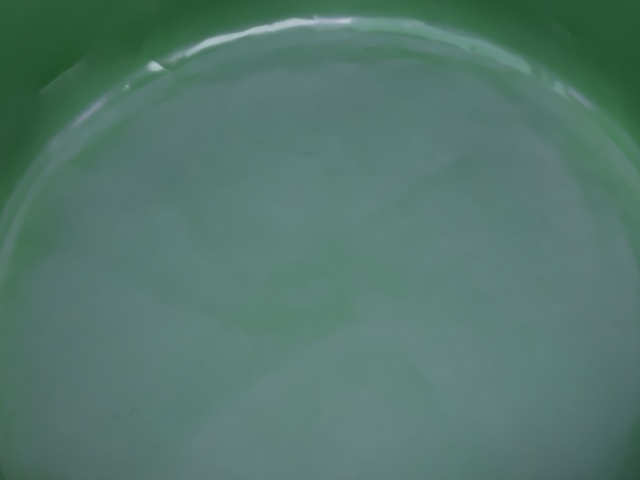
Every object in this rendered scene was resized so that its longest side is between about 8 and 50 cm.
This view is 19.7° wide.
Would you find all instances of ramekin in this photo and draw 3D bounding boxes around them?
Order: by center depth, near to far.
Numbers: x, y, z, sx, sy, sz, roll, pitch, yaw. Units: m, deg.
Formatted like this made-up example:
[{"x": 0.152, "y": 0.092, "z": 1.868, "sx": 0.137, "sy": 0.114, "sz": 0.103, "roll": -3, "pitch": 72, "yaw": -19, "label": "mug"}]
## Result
[{"x": 0.000, "y": 0.000, "z": 0.516, "sx": 0.303, "sy": 0.148, "sz": 0.303, "roll": -2, "pitch": 61, "yaw": 4, "label": "ramekin"}]
